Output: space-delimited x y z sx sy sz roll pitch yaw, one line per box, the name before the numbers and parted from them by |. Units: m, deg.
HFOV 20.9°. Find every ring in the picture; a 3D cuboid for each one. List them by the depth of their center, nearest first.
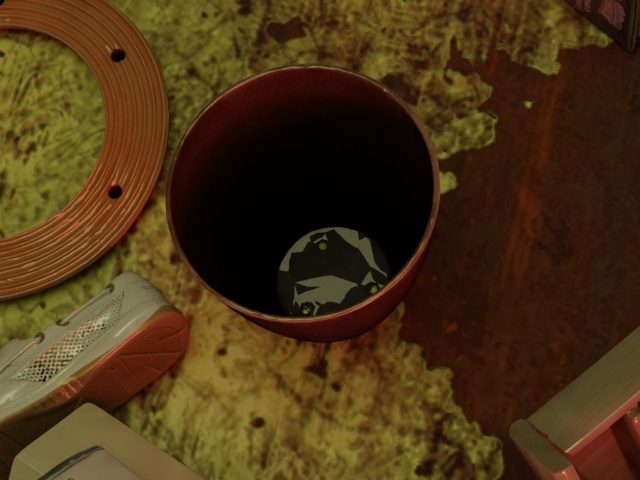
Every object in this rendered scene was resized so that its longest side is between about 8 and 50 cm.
ring | -0.306 -0.098 1.626 0.336 0.032 0.336 -3 69 7

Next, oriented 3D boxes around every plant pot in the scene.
plant pot | 0.000 0.000 1.443 0.215 0.230 0.215 -3 69 7

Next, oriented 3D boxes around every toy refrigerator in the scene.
toy refrigerator | -0.125 0.257 1.424 0.269 0.094 0.102 31 36 16

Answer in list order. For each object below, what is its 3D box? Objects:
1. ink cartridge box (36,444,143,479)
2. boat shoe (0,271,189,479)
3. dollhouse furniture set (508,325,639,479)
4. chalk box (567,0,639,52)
ink cartridge box | -0.177 0.293 1.342 0.158 0.092 0.218 36 120 14
boat shoe | -0.247 0.129 1.506 0.277 0.098 0.096 -35 54 -11
dollhouse furniture set | 0.369 0.210 1.265 0.256 0.362 0.394 -38 42 -8
chalk box | 0.284 -0.273 1.560 0.213 0.132 0.132 42 80 18
